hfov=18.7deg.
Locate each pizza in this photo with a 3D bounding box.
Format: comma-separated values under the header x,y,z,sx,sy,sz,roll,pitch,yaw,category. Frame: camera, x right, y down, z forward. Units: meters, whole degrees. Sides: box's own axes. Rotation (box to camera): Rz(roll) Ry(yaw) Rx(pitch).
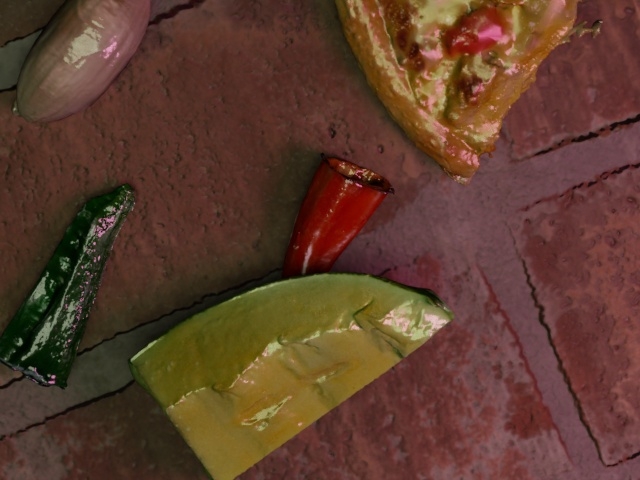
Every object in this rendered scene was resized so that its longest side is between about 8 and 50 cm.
x,y,z,sx,sy,sz,roll,pitch,yaw,category
0.162,-0.231,1.900,0.287,0.075,0.280,-36,103,17,pizza

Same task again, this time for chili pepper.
x,y,z,sx,sy,sz,roll,pitch,yaw,category
-0.248,0.041,1.989,0.088,0.059,0.227,28,98,-13,chili pepper
0.002,0.000,1.985,0.088,0.065,0.169,16,113,-33,chili pepper

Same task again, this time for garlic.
x,y,z,sx,sy,sz,roll,pitch,yaw,category
-0.235,-0.185,1.901,0.087,0.101,0.195,35,101,-11,garlic

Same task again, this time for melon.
x,y,z,sx,sy,sz,roll,pitch,yaw,category
-0.016,0.123,1.968,0.323,0.124,0.196,-29,124,8,melon
